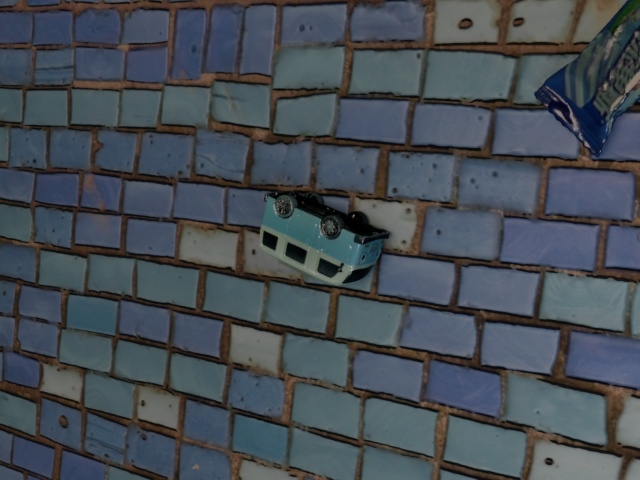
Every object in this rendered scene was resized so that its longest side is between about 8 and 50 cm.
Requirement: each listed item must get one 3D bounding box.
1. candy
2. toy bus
[{"bbox_3d":[0.569,-0.331,1.431,0.331,0.077,0.187,-46,70,25],"label":"candy"},{"bbox_3d":[0.000,0.000,1.725,0.271,0.133,0.164,25,109,28],"label":"toy bus"}]
